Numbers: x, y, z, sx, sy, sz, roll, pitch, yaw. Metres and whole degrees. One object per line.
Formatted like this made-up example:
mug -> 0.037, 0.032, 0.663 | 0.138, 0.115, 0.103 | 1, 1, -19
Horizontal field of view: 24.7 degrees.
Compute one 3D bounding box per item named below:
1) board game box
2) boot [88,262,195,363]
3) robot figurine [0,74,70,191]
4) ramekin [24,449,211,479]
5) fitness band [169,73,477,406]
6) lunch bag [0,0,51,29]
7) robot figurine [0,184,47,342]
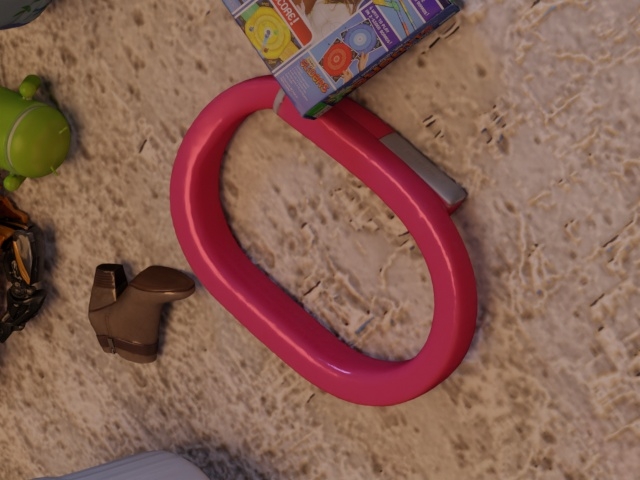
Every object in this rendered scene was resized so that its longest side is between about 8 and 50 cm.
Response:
board game box -> -0.012, -0.208, 1.057 | 0.136, 0.035, 0.201 | -35, 82, 13
boot -> -0.154, 0.067, 1.279 | 0.118, 0.042, 0.087 | 11, 117, 34
robot figurine -> -0.269, -0.095, 1.286 | 0.115, 0.067, 0.101 | 22, 108, 28
ramekin -> -0.151, 0.314, 1.247 | 0.277, 0.135, 0.277 | 32, 130, 46
fitness band -> 0.000, 0.000, 1.136 | 0.291, 0.054, 0.209 | 41, 124, 19
lunch bag -> -0.313, -0.253, 1.170 | 0.090, 0.219, 0.176 | -37, 82, 36
robot figurine -> -0.370, 0.046, 1.391 | 0.211, 0.085, 0.291 | 42, 124, 17
